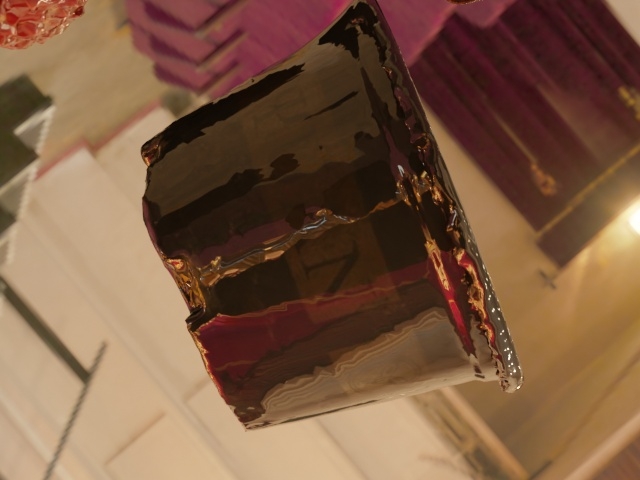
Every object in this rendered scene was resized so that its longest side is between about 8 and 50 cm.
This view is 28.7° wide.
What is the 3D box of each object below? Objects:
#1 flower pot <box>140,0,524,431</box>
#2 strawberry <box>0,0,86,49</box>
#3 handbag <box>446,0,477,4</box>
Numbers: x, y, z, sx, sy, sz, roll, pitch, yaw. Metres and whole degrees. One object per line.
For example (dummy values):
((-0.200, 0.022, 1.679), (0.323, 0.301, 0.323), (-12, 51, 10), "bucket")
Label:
((0.000, 0.000, 0.467), (0.107, 0.157, 0.157), (-22, 180, 3), "flower pot")
((-0.269, -0.261, 0.756), (0.292, 0.292, 0.343), (-40, 165, -10), "strawberry")
((0.194, -0.366, 1.101), (0.276, 0.260, 0.084), (-17, -174, 23), "handbag")
